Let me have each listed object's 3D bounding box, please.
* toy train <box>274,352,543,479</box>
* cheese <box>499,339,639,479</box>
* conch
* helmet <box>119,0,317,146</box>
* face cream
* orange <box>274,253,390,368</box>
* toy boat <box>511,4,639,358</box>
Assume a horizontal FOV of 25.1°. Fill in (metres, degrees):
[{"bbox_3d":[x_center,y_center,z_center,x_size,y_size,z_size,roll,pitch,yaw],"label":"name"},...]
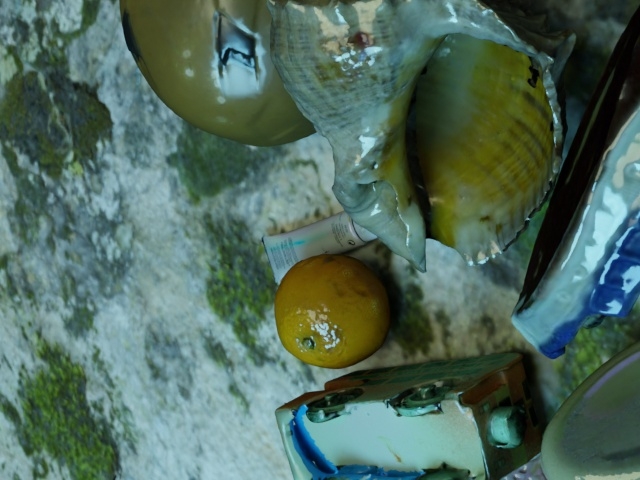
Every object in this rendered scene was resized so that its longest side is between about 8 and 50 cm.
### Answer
[{"bbox_3d":[0.063,0.125,0.950,0.188,0.099,0.072,-11,94,39],"label":"toy train"},{"bbox_3d":[0.152,0.131,0.847,0.192,0.037,0.097,-32,46,6],"label":"cheese"},{"bbox_3d":[0.065,-0.086,0.870,0.178,0.163,0.245,23,130,45],"label":"conch"},{"bbox_3d":[-0.059,-0.173,0.973,0.198,0.130,0.224,9,103,35],"label":"helmet"},{"bbox_3d":[0.000,0.000,1.026,0.115,0.020,0.038,-22,85,41],"label":"face cream"},{"bbox_3d":[0.008,0.049,0.992,0.083,0.083,0.084,9,104,38],"label":"orange"},{"bbox_3d":[0.201,-0.032,0.809,0.115,0.114,0.262,18,116,-1],"label":"toy boat"}]
